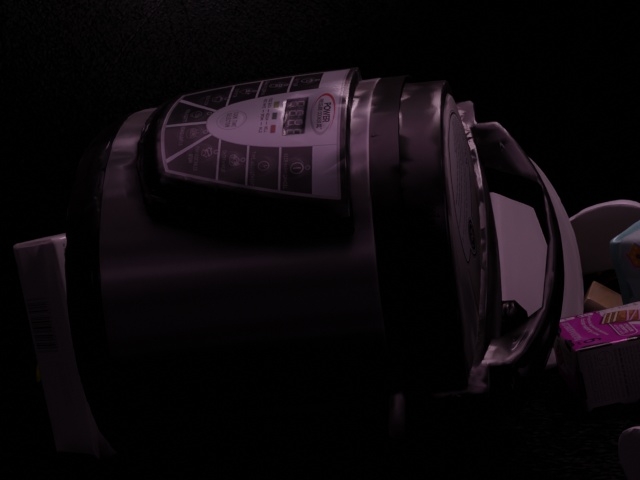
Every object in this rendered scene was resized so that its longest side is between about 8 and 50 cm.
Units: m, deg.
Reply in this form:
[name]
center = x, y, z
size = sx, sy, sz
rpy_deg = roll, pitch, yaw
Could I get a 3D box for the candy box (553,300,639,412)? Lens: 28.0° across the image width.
[candy box]
center = 0.370, 0.105, 1.340
size = 0.233, 0.071, 0.159
rpy_deg = -12, 7, 2

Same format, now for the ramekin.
[ramekin]
center = 0.186, 0.028, 1.499
size = 0.127, 0.272, 0.273
rpy_deg = -17, 1, 36

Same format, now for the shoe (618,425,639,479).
[shoe]
center = 0.304, 0.177, 0.956
size = 0.081, 0.063, 0.178
rpy_deg = -9, 12, -23

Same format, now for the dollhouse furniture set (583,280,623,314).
[dollhouse furniture set]
center = 0.304, 0.100, 1.695
size = 0.151, 0.123, 0.144
rpy_deg = 29, 16, 9

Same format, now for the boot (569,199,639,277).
[boot]
center = 0.354, 0.006, 1.808
size = 0.258, 0.095, 0.123
rpy_deg = -30, 7, 28

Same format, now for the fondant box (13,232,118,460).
[fondant box]
center = -0.158, 0.086, 1.453
size = 0.330, 0.238, 0.096
rpy_deg = -14, 4, -39

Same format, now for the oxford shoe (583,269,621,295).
[oxford shoe]
center = 0.411, 0.053, 1.792
size = 0.076, 0.076, 0.212
rpy_deg = -21, 10, -15

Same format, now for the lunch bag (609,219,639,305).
[lunch bag]
center = 0.519, 0.019, 1.586
size = 0.223, 0.160, 0.262
rpy_deg = -3, 14, 42

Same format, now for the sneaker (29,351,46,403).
[sneaker]
center = -0.312, 0.179, 1.642
size = 0.082, 0.069, 0.209
rpy_deg = 6, -2, -30

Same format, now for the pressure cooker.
[pressure cooker]
center = 0.015, 0.030, 1.206
size = 0.420, 0.369, 0.375
rpy_deg = -6, 0, 11
